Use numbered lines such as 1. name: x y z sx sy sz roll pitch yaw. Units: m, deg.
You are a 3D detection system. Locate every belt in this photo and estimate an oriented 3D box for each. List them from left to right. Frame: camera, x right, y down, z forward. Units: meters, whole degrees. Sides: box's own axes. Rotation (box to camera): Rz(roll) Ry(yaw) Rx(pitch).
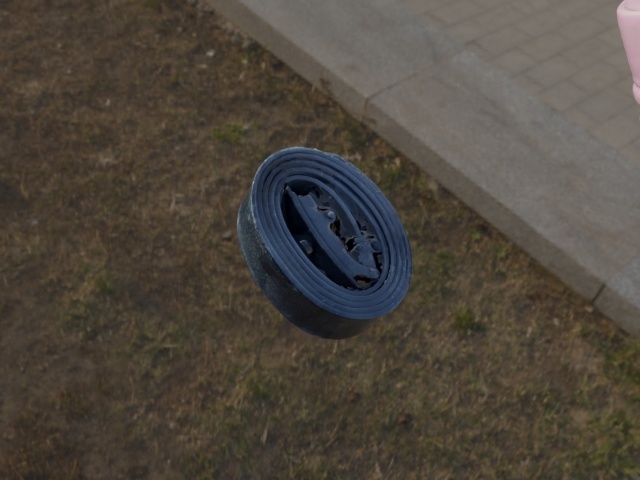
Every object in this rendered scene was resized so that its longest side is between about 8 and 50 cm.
1. belt: 0.000 0.000 0.761 0.141 0.082 0.190 -31 81 -30

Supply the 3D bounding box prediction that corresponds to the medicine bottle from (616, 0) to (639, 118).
1. medicine bottle: 0.421 -0.106 0.755 0.202 0.316 0.202 -21 17 7
